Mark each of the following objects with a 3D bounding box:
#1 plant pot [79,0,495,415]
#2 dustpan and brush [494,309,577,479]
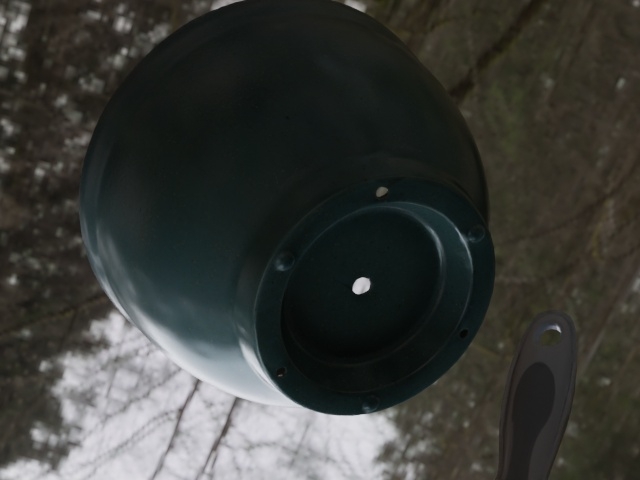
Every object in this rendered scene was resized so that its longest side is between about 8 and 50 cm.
[{"bbox_3d":[0.000,0.000,0.911,0.293,0.293,0.196,9,-159,-29],"label":"plant pot"},{"bbox_3d":[0.051,0.118,0.387,0.147,0.060,0.211,5,-130,21],"label":"dustpan and brush"}]
